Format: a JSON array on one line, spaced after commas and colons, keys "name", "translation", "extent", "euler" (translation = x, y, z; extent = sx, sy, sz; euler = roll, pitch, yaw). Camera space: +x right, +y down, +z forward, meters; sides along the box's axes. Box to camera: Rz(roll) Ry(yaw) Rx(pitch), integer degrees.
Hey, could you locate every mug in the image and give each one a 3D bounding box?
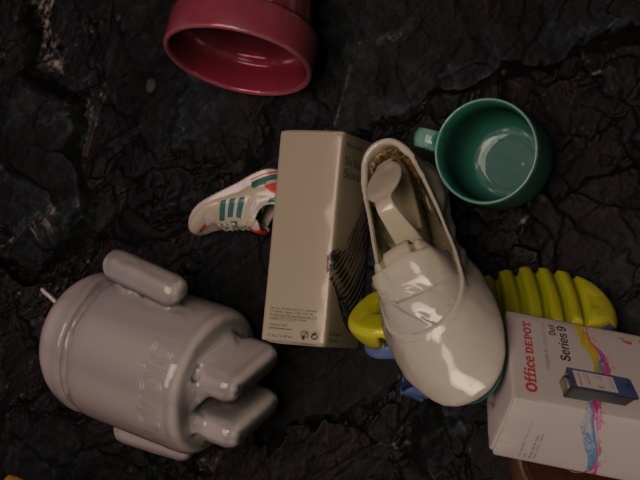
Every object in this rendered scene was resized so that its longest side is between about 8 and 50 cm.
[{"name": "mug", "translation": [0.209, -0.111, 1.516], "extent": [0.129, 0.097, 0.157], "euler": [-45, 66, 16]}]

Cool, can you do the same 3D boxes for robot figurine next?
[{"name": "robot figurine", "translation": [-0.228, 0.157, 1.651], "extent": [0.354, 0.200, 0.299], "euler": [15, 117, 28]}]

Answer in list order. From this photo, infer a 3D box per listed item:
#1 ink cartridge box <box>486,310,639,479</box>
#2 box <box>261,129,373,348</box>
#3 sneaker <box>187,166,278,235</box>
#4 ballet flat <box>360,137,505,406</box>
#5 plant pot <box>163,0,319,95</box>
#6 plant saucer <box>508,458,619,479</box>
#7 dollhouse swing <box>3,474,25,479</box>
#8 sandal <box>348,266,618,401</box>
[{"name": "ink cartridge box", "translation": [0.295, 0.173, 1.355], "extent": [0.213, 0.154, 0.093], "euler": [10, 124, -1]}, {"name": "box", "translation": [0.000, 0.000, 1.604], "extent": [0.094, 0.113, 0.275], "euler": [4, 88, 27]}, {"name": "sneaker", "translation": [-0.110, -0.034, 1.692], "extent": [0.161, 0.057, 0.075], "euler": [-29, 67, 19]}, {"name": "ballet flat", "translation": [0.106, 0.020, 1.429], "extent": [0.139, 0.139, 0.400], "euler": [-35, 35, 20]}, {"name": "plant pot", "translation": [-0.090, -0.315, 1.649], "extent": [0.201, 0.201, 0.180], "euler": [4, 72, 27]}, {"name": "plant saucer", "translation": [0.300, 0.249, 1.434], "extent": [0.169, 0.029, 0.168], "euler": [-7, 61, 13]}, {"name": "dollhouse swing", "translation": [-0.338, 0.473, 1.618], "extent": [0.347, 0.305, 0.315], "euler": [14, 91, 27]}, {"name": "sandal", "translation": [0.200, 0.119, 1.501], "extent": [0.318, 0.126, 0.138], "euler": [-6, 119, 19]}]
